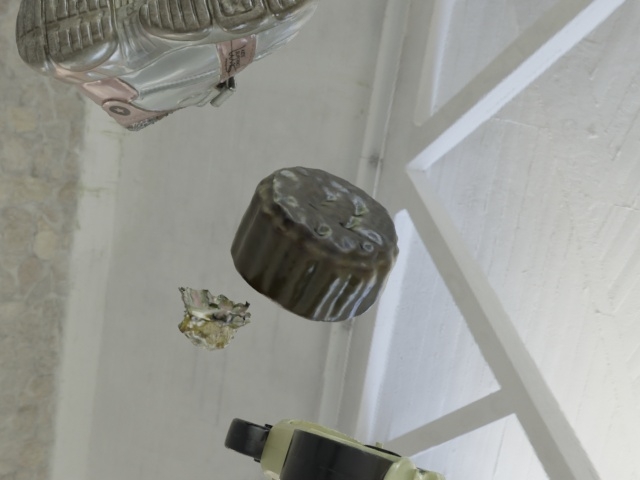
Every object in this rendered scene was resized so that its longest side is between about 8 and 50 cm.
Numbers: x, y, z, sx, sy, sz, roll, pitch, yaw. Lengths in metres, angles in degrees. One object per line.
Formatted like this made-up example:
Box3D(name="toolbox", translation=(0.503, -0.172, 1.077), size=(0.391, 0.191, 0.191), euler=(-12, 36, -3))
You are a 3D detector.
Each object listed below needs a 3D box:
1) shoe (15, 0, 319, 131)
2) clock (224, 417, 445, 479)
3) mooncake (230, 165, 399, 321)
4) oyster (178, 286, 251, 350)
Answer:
Box3D(name="shoe", translation=(-0.163, -0.255, 0.700), size=(0.351, 0.198, 0.172), euler=(-8, -109, 10))
Box3D(name="clock", translation=(0.026, 0.348, 0.867), size=(0.379, 0.276, 0.120), euler=(-19, -132, 64))
Box3D(name="mooncake", translation=(0.000, 0.000, 1.015), size=(0.290, 0.290, 0.161), euler=(49, -53, 32))
Box3D(name="oyster", translation=(-0.174, 0.126, 0.931), size=(0.072, 0.133, 0.209), euler=(-67, -160, 1))
